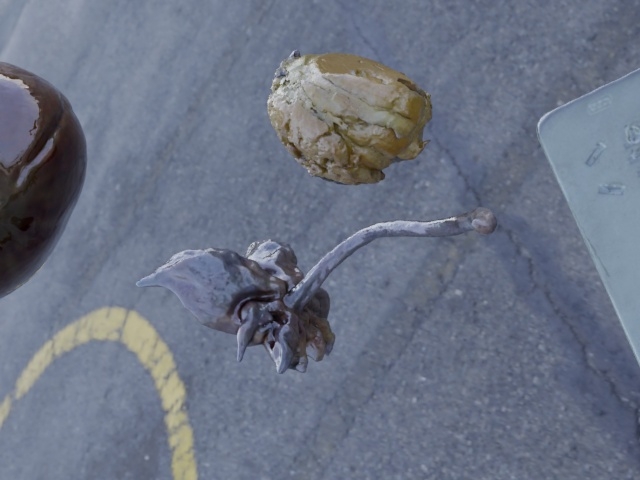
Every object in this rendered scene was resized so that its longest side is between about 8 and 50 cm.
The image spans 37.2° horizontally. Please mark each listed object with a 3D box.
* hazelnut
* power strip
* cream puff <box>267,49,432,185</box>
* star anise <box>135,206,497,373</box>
[{"bbox_3d":[-0.319,-0.050,0.880,0.229,0.230,0.229,-31,49,43],"label":"hazelnut"},{"bbox_3d":[0.230,0.033,0.593,0.093,0.053,0.287,-25,70,16],"label":"power strip"},{"bbox_3d":[0.022,-0.096,0.761,0.119,0.133,0.104,-114,32,-58],"label":"cream puff"},{"bbox_3d":[0.000,0.000,0.623,0.227,0.148,0.218,-51,31,26],"label":"star anise"}]
